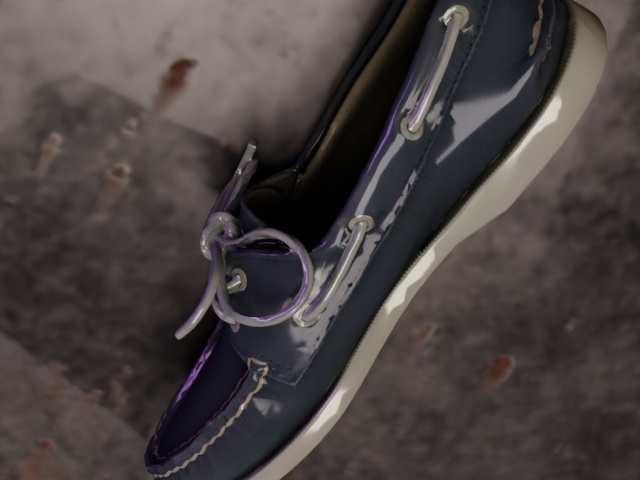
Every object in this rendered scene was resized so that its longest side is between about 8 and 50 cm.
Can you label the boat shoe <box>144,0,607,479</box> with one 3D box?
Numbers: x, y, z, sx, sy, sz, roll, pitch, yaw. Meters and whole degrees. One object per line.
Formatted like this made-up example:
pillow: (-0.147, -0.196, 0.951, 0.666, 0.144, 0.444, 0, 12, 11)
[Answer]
boat shoe: (0.000, 0.000, 0.492, 0.079, 0.095, 0.254, 29, 114, -24)
